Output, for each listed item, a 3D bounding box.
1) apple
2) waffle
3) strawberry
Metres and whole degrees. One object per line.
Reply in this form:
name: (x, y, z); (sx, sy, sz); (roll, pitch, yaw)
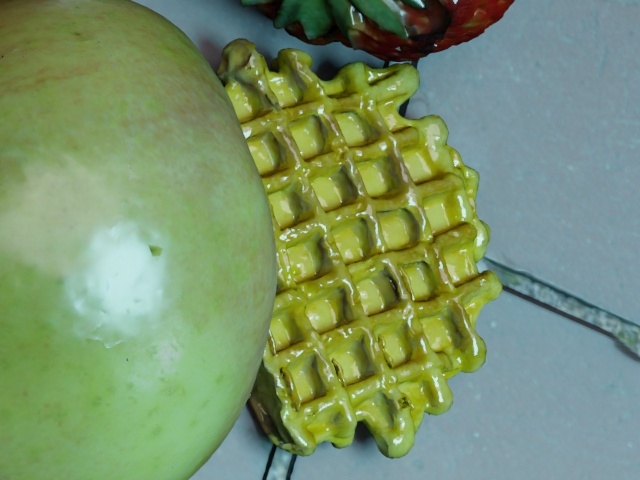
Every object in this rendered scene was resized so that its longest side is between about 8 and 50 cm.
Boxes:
apple: (-0.187, 0.019, 1.066); (0.277, 0.319, 0.319); (-13, 79, -29)
waffle: (0.000, 0.001, 1.291); (0.283, 0.065, 0.309); (28, 61, -16)
strawberry: (0.038, -0.268, 1.314); (0.238, 0.250, 0.288); (9, 41, 14)
